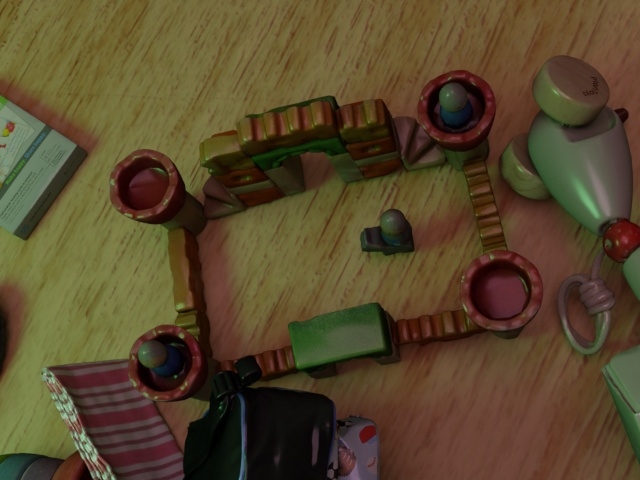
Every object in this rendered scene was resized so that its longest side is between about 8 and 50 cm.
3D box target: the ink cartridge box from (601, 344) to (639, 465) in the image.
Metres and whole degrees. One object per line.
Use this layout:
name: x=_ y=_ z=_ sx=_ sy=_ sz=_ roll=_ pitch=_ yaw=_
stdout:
ink cartridge box: x=0.438 y=0.229 z=0.969 sx=0.223 sy=0.129 sz=0.307 roll=-23 pitch=102 yaw=7

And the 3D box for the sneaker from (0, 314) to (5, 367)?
sneaker: x=-0.490 y=0.182 z=1.235 sx=0.109 sy=0.130 sz=0.286 roll=21 pitch=78 yaw=18

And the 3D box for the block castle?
block castle: x=0.000 y=0.000 z=1.138 sx=0.453 sy=0.213 sz=0.303 roll=-13 pitch=73 yaw=10

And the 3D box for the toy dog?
toy dog: x=0.342 y=-0.052 z=1.128 sx=0.161 sy=0.220 sz=0.333 roll=-14 pitch=78 yaw=-26

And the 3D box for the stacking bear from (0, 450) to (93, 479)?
stacking bear: x=-0.384 y=0.325 z=1.166 sx=0.289 sy=0.164 sz=0.175 roll=-7 pitch=73 yaw=14

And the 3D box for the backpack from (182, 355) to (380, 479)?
backpack: x=-0.057 y=0.275 z=1.055 sx=0.213 sy=0.263 sz=0.276 roll=13 pitch=76 yaw=-21

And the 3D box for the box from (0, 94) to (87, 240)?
box: x=-0.427 y=-0.109 z=1.352 sx=0.186 sy=0.038 sz=0.145 roll=32 pitch=83 yaw=18

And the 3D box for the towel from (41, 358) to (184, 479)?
towel: x=-0.225 y=0.218 z=1.167 sx=0.029 sy=0.144 sz=0.197 roll=-42 pitch=69 yaw=22
